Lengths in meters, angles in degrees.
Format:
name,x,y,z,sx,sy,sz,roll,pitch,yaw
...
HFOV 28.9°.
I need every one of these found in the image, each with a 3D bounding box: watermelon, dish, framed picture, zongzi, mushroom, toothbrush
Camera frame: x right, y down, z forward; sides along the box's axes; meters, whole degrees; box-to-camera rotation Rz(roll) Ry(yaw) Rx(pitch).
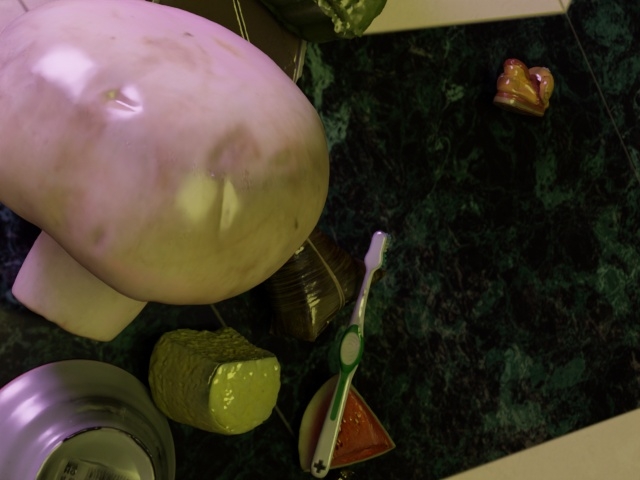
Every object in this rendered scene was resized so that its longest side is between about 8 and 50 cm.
name,x,y,z,sx,sy,sz,roll,pitch,yaw
watermelon,0.047,0.235,1.515,0.135,0.094,0.125,20,83,-32
dish,-0.253,0.261,1.321,0.260,0.085,0.260,-4,97,-33
framed picture,-0.093,-0.302,1.412,0.211,0.020,0.289,9,89,-34
zongzi,0.000,0.000,1.470,0.184,0.084,0.187,-32,117,-39
mushroom,-0.175,-0.068,1.191,0.353,0.325,0.353,-1,94,-20
toothbrush,0.033,0.135,1.469,0.030,0.030,0.304,14,93,-34

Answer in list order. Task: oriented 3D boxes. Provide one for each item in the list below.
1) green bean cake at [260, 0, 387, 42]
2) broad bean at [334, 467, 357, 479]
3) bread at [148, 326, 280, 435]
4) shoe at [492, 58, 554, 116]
name,x,y,z,sx,sy,sz,roll,pitch,yaw
green bean cake,0.003,-0.350,1.394,0.214,0.113,0.200,41,73,-30
broad bean,0.003,0.394,1.534,0.069,0.039,0.226,11,90,-34
bread,-0.119,0.158,1.385,0.129,0.114,0.111,-9,105,-41
shoe,0.272,-0.200,1.639,0.109,0.072,0.069,4,98,-34
